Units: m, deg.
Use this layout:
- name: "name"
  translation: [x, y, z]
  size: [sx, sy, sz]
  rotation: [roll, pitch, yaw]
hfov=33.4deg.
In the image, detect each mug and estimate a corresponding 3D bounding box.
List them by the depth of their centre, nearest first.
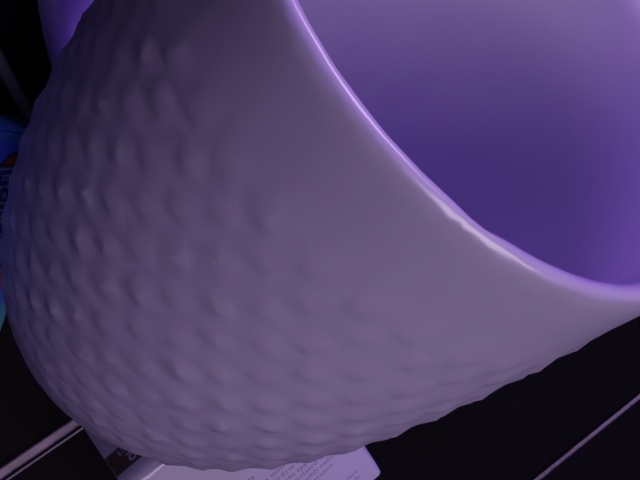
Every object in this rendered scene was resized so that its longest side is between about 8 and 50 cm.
- name: "mug"
  translation: [-0.038, -0.066, 0.568]
  size: [0.276, 0.374, 0.328]
  rotation: [-15, 164, -47]

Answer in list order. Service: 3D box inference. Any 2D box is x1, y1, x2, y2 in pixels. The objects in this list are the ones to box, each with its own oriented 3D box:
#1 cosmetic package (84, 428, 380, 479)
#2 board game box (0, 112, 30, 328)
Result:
- name: "cosmetic package"
  translation: [-0.079, 0.138, 0.810]
  size: [0.151, 0.151, 0.184]
  rotation: [-39, 134, -12]
- name: "board game box"
  translation: [-0.252, -0.003, 0.600]
  size: [0.210, 0.047, 0.160]
  rotation: [6, 107, -62]
